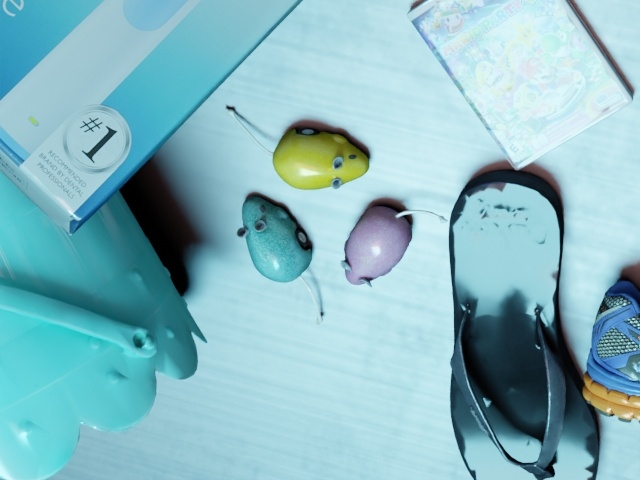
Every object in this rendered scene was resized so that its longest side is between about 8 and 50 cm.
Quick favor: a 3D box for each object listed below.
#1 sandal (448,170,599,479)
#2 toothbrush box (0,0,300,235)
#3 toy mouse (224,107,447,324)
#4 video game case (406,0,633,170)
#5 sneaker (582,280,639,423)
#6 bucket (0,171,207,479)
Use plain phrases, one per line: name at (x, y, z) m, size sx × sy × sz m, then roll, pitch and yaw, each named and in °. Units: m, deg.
sandal at (0.124, 0.082, 0.952) m, size 0.097 × 0.054 × 0.255 m, roll -6°, pitch 112°, yaw 18°
toothbrush box at (-0.106, -0.182, 0.776) m, size 0.216 × 0.126 × 0.295 m, roll 45°, pitch 78°, yaw -6°
toy mouse at (0.000, 0.000, 0.959) m, size 0.161 × 0.031 × 0.143 m, roll 14°, pitch 118°, yaw 12°
video game case at (0.122, -0.113, 0.889) m, size 0.087 × 0.011 × 0.122 m, roll -31°, pitch 102°, yaw 26°
sneaker at (0.270, 0.063, 0.892) m, size 0.221 × 0.083 × 0.087 m, roll -4°, pitch 105°, yaw 13°
bucket at (-0.232, 0.041, 0.922) m, size 0.281 × 0.281 × 0.183 m, roll -18°, pitch 105°, yaw 22°
